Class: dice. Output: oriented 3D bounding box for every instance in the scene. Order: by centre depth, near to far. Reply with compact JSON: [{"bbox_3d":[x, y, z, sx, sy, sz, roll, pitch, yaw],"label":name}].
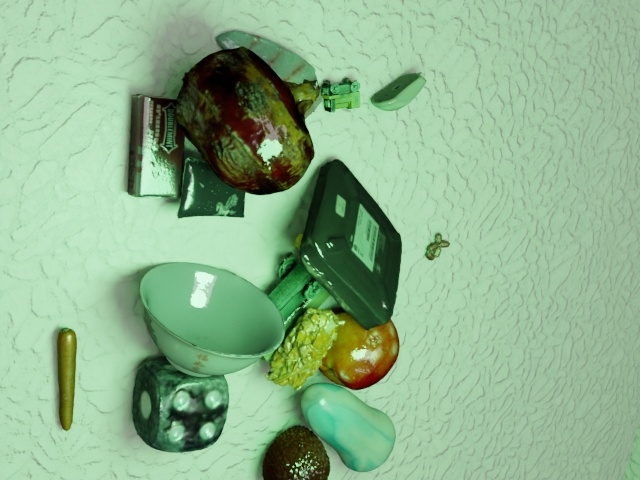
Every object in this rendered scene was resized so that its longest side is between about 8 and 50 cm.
[{"bbox_3d":[-0.330,0.381,1.715,0.183,0.181,0.183,5,100,-36],"label":"dice"}]

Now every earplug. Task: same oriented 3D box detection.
[{"bbox_3d":[0.050,0.483,1.961,0.185,0.185,0.324,-55,134,-11],"label":"earplug"}]

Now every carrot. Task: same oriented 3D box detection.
[{"bbox_3d":[-0.566,0.310,1.625,0.043,0.043,0.248,-3,105,-33],"label":"carrot"}]

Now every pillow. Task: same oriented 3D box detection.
[{"bbox_3d":[-0.247,-0.117,1.705,0.208,0.055,0.142,1,100,-52],"label":"pillow"}]

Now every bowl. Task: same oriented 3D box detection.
[{"bbox_3d":[-0.267,0.207,1.665,0.345,0.345,0.157,9,119,-35],"label":"bowl"}]

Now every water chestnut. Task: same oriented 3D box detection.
[{"bbox_3d":[-0.135,-0.266,1.571,0.302,0.350,0.350,-35,120,-3],"label":"water chestnut"}]

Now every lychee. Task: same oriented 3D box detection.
[{"bbox_3d":[-0.065,0.599,1.947,0.194,0.194,0.195,-9,106,-32],"label":"lychee"}]

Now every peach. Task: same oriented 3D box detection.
[{"bbox_3d":[0.094,0.281,1.968,0.243,0.199,0.244,4,65,-8],"label":"peach"}]

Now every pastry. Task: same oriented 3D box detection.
[{"bbox_3d":[-0.032,0.266,1.840,0.154,0.102,0.250,7,123,-56],"label":"pastry"}]

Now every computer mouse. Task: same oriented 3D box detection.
[{"bbox_3d":[0.216,-0.395,1.960,0.181,0.089,0.056,-40,130,-23],"label":"computer mouse"}]

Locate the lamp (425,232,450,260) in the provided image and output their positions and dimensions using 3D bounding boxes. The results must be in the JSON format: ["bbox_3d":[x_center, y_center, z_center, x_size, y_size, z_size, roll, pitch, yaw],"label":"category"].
[{"bbox_3d":[0.346,0.024,2.180,0.063,0.031,0.083,40,82,-32],"label":"lamp"}]

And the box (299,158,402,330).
[{"bbox_3d":[0.088,0.009,1.874,0.350,0.090,0.359,49,37,-33],"label":"box"}]

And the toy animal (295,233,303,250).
[{"bbox_3d":[0.000,0.000,1.907,0.114,0.082,0.091,-51,120,-14],"label":"toy animal"}]

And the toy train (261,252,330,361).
[{"bbox_3d":[-0.098,0.169,1.871,0.307,0.126,0.189,-46,160,-16],"label":"toy train"}]

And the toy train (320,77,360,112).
[{"bbox_3d":[0.053,-0.375,1.878,0.122,0.050,0.081,-17,117,-31],"label":"toy train"}]

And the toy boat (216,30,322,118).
[{"bbox_3d":[-0.125,-0.398,1.741,0.206,0.096,0.282,-45,109,-13],"label":"toy boat"}]

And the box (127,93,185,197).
[{"bbox_3d":[-0.363,-0.208,1.624,0.120,0.069,0.224,1,99,-34],"label":"box"}]
